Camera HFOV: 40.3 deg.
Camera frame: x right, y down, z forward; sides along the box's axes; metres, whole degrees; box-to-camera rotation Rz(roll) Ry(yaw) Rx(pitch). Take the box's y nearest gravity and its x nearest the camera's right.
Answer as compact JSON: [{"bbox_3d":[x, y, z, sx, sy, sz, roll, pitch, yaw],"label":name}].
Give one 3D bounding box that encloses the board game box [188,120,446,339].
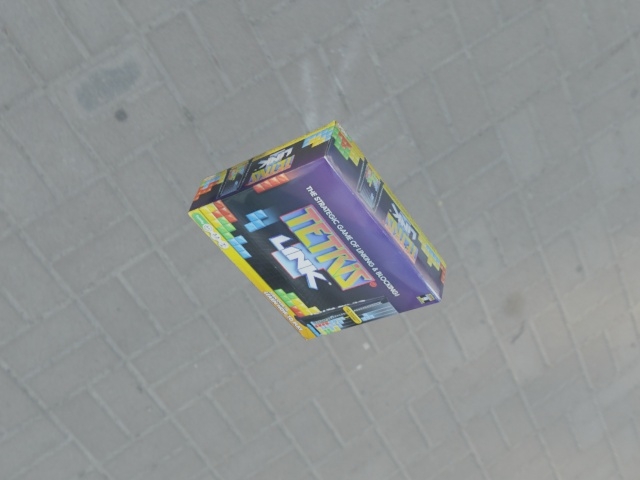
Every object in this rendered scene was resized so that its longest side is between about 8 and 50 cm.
[{"bbox_3d":[0.000,0.000,0.716,0.141,0.048,0.170,-19,126,33],"label":"board game box"}]
